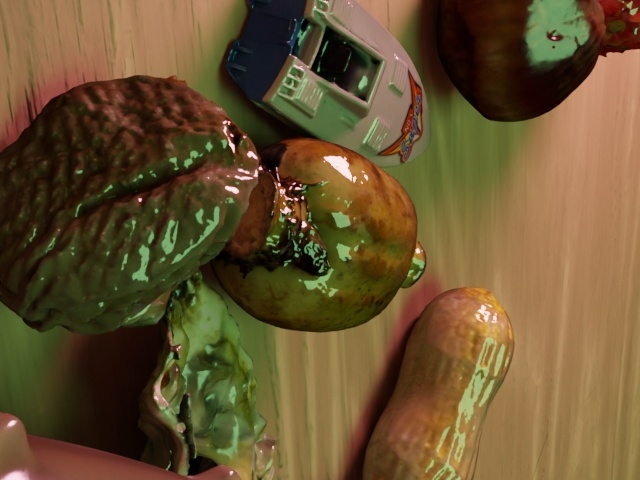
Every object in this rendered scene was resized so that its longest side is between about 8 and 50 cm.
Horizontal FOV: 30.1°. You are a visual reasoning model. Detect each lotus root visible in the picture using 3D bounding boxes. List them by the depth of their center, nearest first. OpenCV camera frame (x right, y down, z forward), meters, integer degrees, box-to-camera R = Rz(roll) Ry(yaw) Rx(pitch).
[{"bbox_3d":[0.000,0.000,1.068,0.314,0.141,0.169,21,99,-57],"label":"lotus root"}]

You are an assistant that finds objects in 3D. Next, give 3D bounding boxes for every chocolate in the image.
[{"bbox_3d":[0.136,0.200,1.377,0.134,0.134,0.309,38,70,-55],"label":"chocolate"}]

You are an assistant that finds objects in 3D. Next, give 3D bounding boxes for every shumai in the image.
[{"bbox_3d":[-0.135,-0.007,0.863,0.206,0.166,0.175,-32,150,-5],"label":"shumai"}]

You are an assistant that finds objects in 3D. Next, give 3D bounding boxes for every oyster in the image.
[{"bbox_3d":[-0.109,0.179,1.027,0.355,0.107,0.201,72,16,-45],"label":"oyster"}]

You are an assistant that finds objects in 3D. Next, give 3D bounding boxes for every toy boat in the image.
[{"bbox_3d":[0.036,-0.140,1.109,0.295,0.088,0.129,28,81,-56],"label":"toy boat"}]

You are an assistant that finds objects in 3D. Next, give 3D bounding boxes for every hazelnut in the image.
[{"bbox_3d":[0.210,-0.224,1.260,0.178,0.178,0.204,-42,125,-39],"label":"hazelnut"}]

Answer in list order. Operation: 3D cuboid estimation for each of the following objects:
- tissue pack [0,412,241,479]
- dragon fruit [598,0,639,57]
[{"bbox_3d":[-0.209,0.250,0.754,0.387,0.267,0.277,34,66,-57],"label":"tissue pack"},{"bbox_3d":[0.352,-0.321,1.403,0.268,0.210,0.205,-22,94,-46],"label":"dragon fruit"}]
